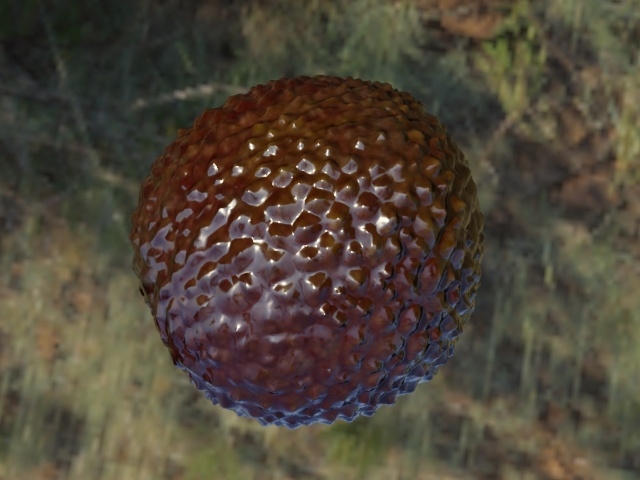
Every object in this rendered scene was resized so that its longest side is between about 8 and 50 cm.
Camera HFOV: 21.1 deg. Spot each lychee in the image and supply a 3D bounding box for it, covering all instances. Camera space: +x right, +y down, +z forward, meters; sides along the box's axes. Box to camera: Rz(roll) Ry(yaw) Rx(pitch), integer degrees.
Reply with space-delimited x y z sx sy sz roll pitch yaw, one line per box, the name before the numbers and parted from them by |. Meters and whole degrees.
lychee | -0.005 0.004 0.887 0.194 0.194 0.194 9 163 3
